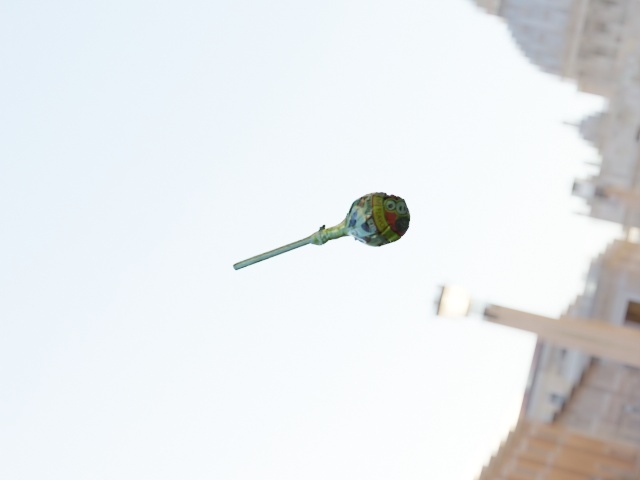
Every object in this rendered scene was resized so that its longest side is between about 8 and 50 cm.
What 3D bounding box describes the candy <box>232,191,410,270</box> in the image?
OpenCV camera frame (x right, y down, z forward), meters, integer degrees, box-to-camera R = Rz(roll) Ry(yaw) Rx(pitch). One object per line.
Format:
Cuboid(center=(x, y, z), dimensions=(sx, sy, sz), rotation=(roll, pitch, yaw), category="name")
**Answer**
Cuboid(center=(0.000, 0.000, 0.778), dimensions=(0.023, 0.083, 0.025), rotation=(66, -154, -8), category="candy")
